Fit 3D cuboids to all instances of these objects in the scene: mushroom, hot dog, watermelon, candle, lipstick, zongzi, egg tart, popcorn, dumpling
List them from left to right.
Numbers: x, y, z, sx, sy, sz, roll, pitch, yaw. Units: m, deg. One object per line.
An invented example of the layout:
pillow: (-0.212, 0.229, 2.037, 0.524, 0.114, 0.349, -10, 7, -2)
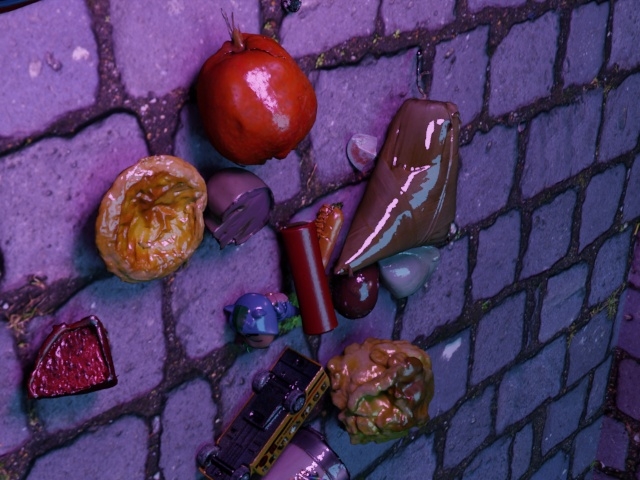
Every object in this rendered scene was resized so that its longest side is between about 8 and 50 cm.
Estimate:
egg tart: (-0.302, -0.041, 1.639, 0.241, 0.106, 0.241, -24, 126, -37)
mushroom: (-0.163, -0.073, 1.770, 0.141, 0.117, 0.188, -32, 156, -4)
candle: (-0.087, 0.590, 2.151, 0.330, 0.187, 0.187, -41, 136, -26)
lipstick: (-0.023, 0.079, 1.988, 0.080, 0.080, 0.241, -21, 103, -42)
hot dog: (0.000, 0.000, 2.043, 0.055, 0.072, 0.188, 16, 96, -30)
watermelon: (0.095, -0.199, 2.057, 0.085, 0.061, 0.085, -29, 130, -41)
popcorn: (0.142, 0.363, 2.261, 0.293, 0.237, 0.292, -26, 125, -44)
zongzi: (0.172, -0.166, 2.049, 0.418, 0.181, 0.447, -25, 124, -48)
dumpling: (0.204, 0.057, 2.277, 0.149, 0.105, 0.216, -52, 140, -6)

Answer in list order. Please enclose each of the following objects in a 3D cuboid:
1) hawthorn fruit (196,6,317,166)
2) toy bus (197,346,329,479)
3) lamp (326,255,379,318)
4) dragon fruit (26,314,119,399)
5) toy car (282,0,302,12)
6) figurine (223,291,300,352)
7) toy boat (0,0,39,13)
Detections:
hawthorn fruit: (-0.125, -0.272, 1.660, 0.211, 0.211, 0.299, -39, 123, -31)
toy bus: (-0.120, 0.401, 2.070, 0.335, 0.121, 0.123, -53, 147, -18)
lamp: (0.064, 0.101, 2.123, 0.156, 0.135, 0.157, 167, -72, -86)
dragon fruit: (-0.438, 0.213, 1.642, 0.161, 0.120, 0.127, -15, 166, -17)
toy car: (-0.058, -0.473, 1.765, 0.041, 0.025, 0.093, -31, 127, -35)
figurine: (-0.117, 0.172, 1.972, 0.178, 0.114, 0.144, -18, 123, -54)
toy boat: (-0.507, -0.360, 1.265, 0.392, 0.079, 0.136, -21, 122, -46)
